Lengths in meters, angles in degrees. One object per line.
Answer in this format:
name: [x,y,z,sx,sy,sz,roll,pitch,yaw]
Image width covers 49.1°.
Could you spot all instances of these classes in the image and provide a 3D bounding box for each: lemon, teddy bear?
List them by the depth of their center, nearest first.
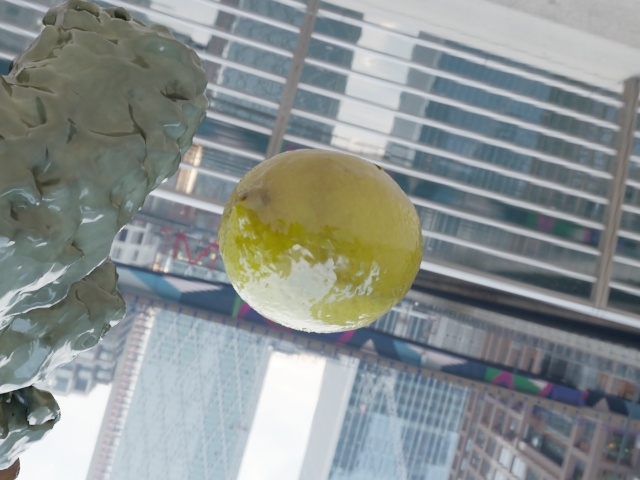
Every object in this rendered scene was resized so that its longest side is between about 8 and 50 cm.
teddy bear: [-0.269,0.022,0.378,0.357,0.367,0.224,8,-137,-36]
lemon: [0.003,0.001,0.878,0.263,0.235,0.236,17,178,-16]

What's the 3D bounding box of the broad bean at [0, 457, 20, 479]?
broad bean: [-0.632,0.433,1.282,0.165,0.084,0.114,-13,-137,-42]
